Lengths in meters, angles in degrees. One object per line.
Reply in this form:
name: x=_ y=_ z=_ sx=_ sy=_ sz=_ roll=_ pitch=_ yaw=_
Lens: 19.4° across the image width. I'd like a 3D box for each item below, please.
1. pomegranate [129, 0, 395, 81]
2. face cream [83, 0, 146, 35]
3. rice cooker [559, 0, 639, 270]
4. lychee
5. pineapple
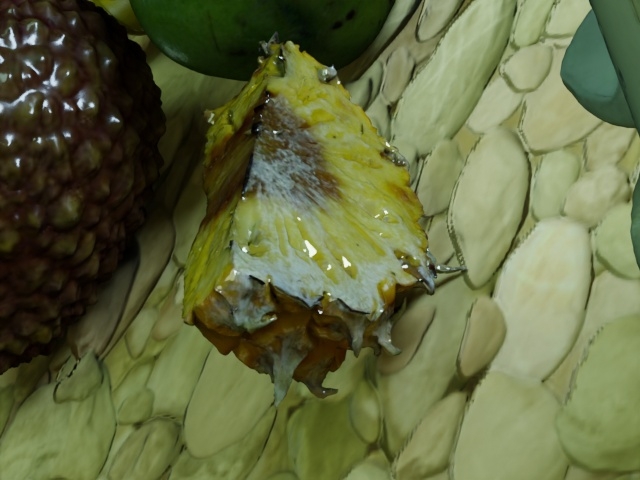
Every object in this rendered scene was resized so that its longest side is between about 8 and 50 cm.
pomegranate: x=-0.060 y=-0.181 z=1.130 sx=0.225 sy=0.187 sz=0.187 roll=0 pitch=61 yaw=32
face cream: x=-0.109 y=-0.204 z=1.321 sx=0.273 sy=0.078 sz=0.078 roll=-35 pitch=38 yaw=35
rice cooker: x=0.211 y=-0.086 z=0.580 sx=0.316 sy=0.316 sz=0.264 roll=-22 pitch=29 yaw=45
lychee: x=-0.227 y=-0.036 z=1.231 sx=0.271 sy=0.271 sz=0.271 roll=-36 pitch=37 yaw=33
pineapple: x=0.001 y=-0.001 z=0.966 sx=0.079 sy=0.135 sz=0.233 roll=-50 pitch=21 yaw=32
